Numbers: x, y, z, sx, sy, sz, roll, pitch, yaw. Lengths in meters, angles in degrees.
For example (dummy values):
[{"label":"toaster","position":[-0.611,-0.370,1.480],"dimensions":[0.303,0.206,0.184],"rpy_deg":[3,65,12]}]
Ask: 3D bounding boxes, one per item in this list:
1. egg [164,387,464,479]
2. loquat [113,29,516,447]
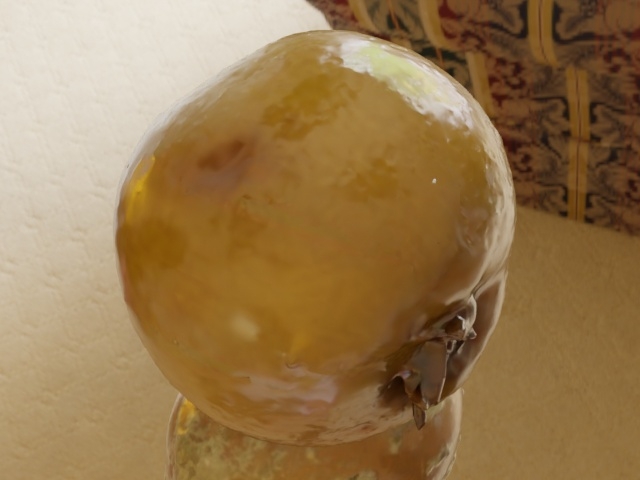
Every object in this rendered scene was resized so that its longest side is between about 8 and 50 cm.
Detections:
[{"label":"egg","position":[-0.004,0.133,0.735],"dimensions":[0.245,0.203,0.203],"rpy_deg":[-28,57,-23]},{"label":"loquat","position":[0.000,0.000,0.489],"dimensions":[0.208,0.208,0.208],"rpy_deg":[-6,60,11]}]
